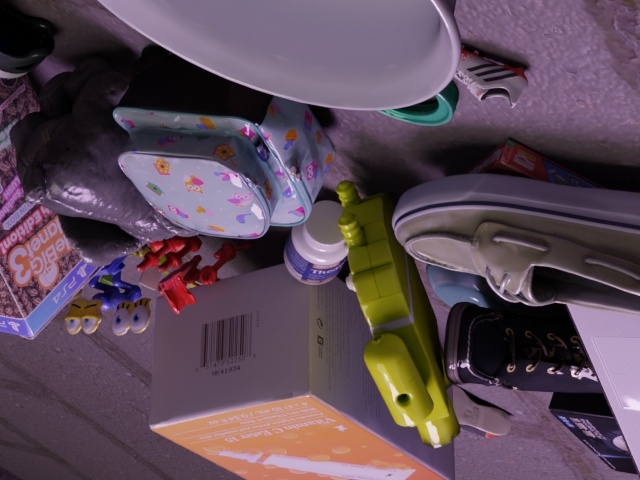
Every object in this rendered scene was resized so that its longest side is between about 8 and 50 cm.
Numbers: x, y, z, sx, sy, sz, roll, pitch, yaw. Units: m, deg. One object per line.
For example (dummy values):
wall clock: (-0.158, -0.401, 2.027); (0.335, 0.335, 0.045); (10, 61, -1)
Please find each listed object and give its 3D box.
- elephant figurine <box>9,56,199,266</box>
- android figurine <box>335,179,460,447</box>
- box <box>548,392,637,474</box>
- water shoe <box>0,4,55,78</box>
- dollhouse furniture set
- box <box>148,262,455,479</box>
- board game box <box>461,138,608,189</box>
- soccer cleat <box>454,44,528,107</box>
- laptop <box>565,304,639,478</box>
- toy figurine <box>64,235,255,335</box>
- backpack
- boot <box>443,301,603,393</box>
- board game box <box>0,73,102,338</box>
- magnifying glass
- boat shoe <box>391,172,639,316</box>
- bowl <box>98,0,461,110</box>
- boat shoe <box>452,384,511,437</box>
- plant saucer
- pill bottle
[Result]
elephant figurine: (-0.180, -0.052, 1.647); (0.239, 0.186, 0.169); (47, 168, -30)
android figurine: (0.073, 0.067, 1.648); (0.056, 0.248, 0.273); (-18, 122, 10)
box: (0.366, 0.202, 1.880); (0.147, 0.078, 0.180); (5, 154, 39)
water shoe: (-0.343, -0.211, 1.562); (0.203, 0.073, 0.080); (14, 158, -39)
dollhouse furniture set: (-0.202, 0.058, 2.149); (0.151, 0.059, 0.076); (25, 161, -7)
box: (-0.013, 0.180, 1.964); (0.215, 0.168, 0.345); (-15, 149, 28)
board game box: (0.263, -0.001, 1.533); (0.281, 0.027, 0.145); (26, 159, -9)
soccer cleat: (0.123, -0.130, 1.330); (0.083, 0.036, 0.029); (18, 160, 11)
laptop: (0.416, 0.214, 1.481); (0.407, 0.236, 0.382); (0, 138, 29)
toy figurine: (-0.278, -0.032, 1.954); (0.362, 0.191, 0.217); (-2, 121, 49)
backpack: (-0.082, -0.081, 1.529); (0.165, 0.144, 0.188); (3, 157, 31)
boot: (0.234, 0.113, 1.711); (0.178, 0.085, 0.236); (3, 174, 23)
board game box: (-0.392, -0.065, 1.754); (0.232, 0.141, 0.291); (9, 133, 35)
magnifying glass: (0.008, -0.155, 1.409); (0.231, 0.026, 0.092); (25, 161, -5)
boat shoe: (0.186, 0.007, 1.452); (0.302, 0.094, 0.109); (3, 150, 36)
bowl: (-0.027, -0.218, 1.114); (0.297, 0.134, 0.298); (19, 160, 7)
boat shoe: (0.183, 0.222, 2.182); (0.137, 0.049, 0.043); (24, 163, -18)
plant saucer: (0.166, 0.058, 1.803); (0.119, 0.021, 0.119); (20, 161, 7)
pill bottle: (0.000, 0.000, 1.760); (0.067, 0.067, 0.120); (23, 161, 0)
